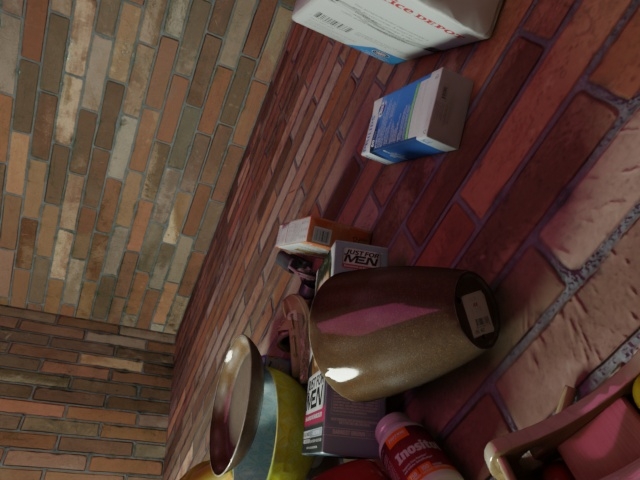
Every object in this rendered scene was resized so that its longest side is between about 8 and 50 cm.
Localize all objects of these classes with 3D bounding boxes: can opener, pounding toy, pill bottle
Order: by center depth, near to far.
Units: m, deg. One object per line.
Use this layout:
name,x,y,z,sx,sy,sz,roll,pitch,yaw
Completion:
pounding toy,0.238,0.182,0.460,0.270,0.154,0.155,-62,25,29
pill bottle,0.138,0.324,0.710,0.086,0.086,0.152,-71,22,10
can opener,-0.073,0.098,1.406,0.283,0.075,0.095,-158,85,-70

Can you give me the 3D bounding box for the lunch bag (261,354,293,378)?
lunch bag,-0.172,0.466,1.359,0.303,0.114,0.243,-46,38,50

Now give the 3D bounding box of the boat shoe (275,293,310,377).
boat shoe,-0.066,0.234,1.227,0.302,0.098,0.109,-123,27,-59

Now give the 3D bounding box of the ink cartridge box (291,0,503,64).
ink cartridge box,0.143,-0.507,0.982,0.395,0.285,0.167,34,107,67

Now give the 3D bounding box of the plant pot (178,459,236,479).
plant pot,-0.220,0.641,1.206,0.239,0.253,0.254,-49,30,21

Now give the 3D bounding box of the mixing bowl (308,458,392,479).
mixing bowl,0.077,0.407,0.741,0.098,0.182,0.181,-38,15,-15

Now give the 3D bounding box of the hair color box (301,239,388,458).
hair color box,0.048,0.210,0.928,0.185,0.113,0.375,118,159,-63

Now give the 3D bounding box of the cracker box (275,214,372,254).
cracker box,0.000,0.000,1.177,0.232,0.155,0.067,172,111,-68

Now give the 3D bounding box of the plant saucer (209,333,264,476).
plant saucer,-0.192,0.375,1.123,0.310,0.050,0.311,-166,90,-69

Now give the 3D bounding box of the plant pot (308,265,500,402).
plant pot,0.138,0.125,0.728,0.230,0.215,0.216,-23,53,45

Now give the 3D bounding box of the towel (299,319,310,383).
towel,0.005,0.247,1.084,0.027,0.109,0.148,64,-154,-56

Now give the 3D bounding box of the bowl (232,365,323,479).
bowl,-0.078,0.437,1.076,0.289,0.155,0.290,-50,32,47

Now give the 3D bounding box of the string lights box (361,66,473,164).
string lights box,0.184,-0.240,0.986,0.259,0.076,0.134,6,81,69
